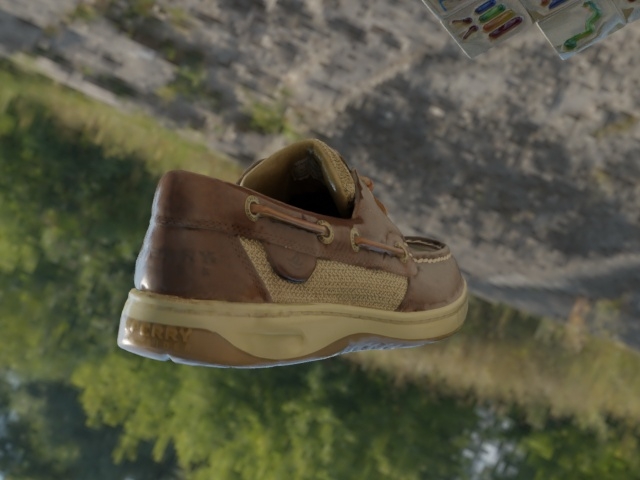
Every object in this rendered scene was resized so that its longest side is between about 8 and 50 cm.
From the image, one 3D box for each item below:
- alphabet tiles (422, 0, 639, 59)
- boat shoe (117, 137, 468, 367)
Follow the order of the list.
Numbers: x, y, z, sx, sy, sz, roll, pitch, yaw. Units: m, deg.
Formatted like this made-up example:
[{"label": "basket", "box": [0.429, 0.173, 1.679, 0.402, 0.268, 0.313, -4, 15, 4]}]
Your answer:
[{"label": "alphabet tiles", "box": [0.217, -0.253, 1.032, 0.285, 0.342, 0.011, 40, -153, -51]}, {"label": "boat shoe", "box": [0.000, 0.000, 0.907, 0.123, 0.123, 0.342, 5, -176, 30]}]
